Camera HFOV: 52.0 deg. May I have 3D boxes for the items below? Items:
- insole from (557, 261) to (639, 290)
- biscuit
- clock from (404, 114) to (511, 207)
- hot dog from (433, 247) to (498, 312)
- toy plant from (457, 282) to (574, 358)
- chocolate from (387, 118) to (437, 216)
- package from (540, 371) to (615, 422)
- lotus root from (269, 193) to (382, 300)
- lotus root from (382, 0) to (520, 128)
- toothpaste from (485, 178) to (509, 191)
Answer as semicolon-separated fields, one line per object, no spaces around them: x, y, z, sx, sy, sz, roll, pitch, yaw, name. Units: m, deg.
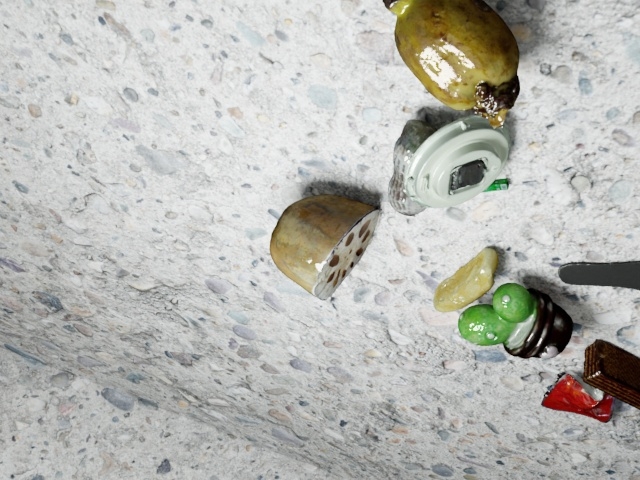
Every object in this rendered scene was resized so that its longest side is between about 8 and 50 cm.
0.706;0.082;1.497;0.310;0.012;0.110;0;138;23;insole
0.857;0.388;1.713;0.389;0.107;0.073;27;143;-9;biscuit
0.279;-0.139;1.293;0.237;0.053;0.236;-14;139;-13;clock
0.366;0.106;1.612;0.073;0.084;0.242;25;140;-12;hot dog
0.472;0.197;1.595;0.235;0.175;0.218;21;136;-6;toy plant
0.199;-0.146;1.372;0.110;0.110;0.248;11;145;10;chocolate
0.744;0.456;1.874;0.194;0.071;0.269;22;147;20;package
0.000;0.000;1.533;0.192;0.272;0.272;26;143;18;lotus root
0.228;-0.334;1.116;0.314;0.141;0.169;43;133;-13;lotus root
0.360;-0.117;1.407;0.083;0.017;0.020;-4;138;27;toothpaste
